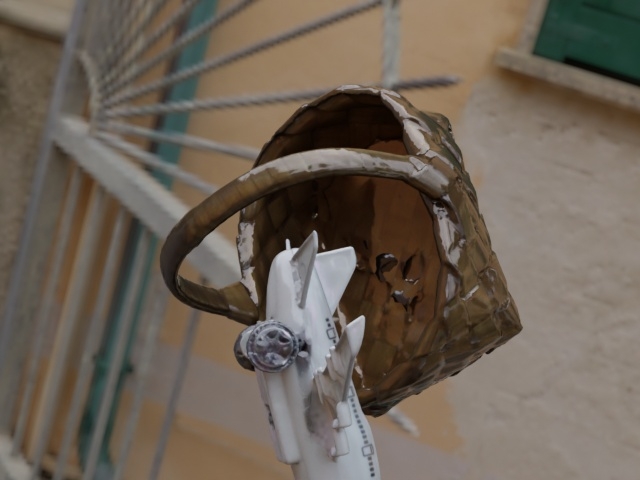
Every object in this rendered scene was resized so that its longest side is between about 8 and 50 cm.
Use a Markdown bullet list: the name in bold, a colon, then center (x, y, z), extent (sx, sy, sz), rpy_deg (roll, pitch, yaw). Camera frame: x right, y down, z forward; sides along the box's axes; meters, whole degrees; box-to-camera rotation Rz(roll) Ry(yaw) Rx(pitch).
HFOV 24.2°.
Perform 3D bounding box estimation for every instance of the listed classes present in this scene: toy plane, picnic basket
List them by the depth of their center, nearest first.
- **toy plane**: center (-0.010, 0.122, 1.180), extent (0.101, 0.255, 0.251), rpy_deg (-6, -3, -11)
- **picnic basket**: center (0.000, 0.000, 1.476), extent (0.337, 0.293, 0.337), rpy_deg (34, 37, -30)
